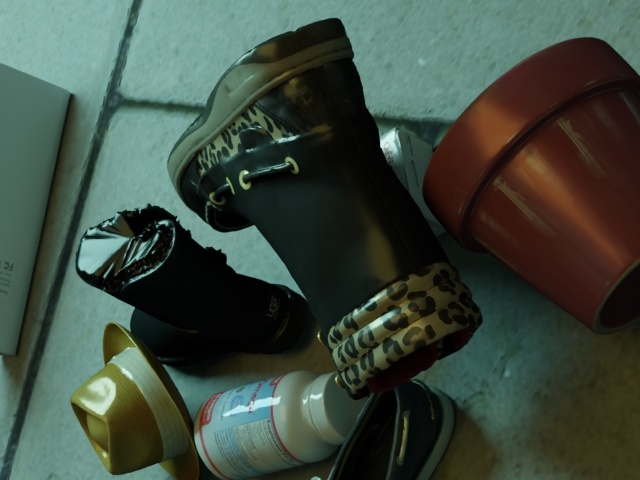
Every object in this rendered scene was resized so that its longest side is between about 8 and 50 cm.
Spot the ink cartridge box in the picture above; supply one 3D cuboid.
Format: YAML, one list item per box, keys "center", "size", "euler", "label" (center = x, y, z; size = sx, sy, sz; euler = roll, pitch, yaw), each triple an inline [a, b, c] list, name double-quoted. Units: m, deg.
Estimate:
- center: [0.048, -0.030, 1.668]
  size: [0.135, 0.056, 0.099]
  euler: [-29, 57, 34]
  label: "ink cartridge box"

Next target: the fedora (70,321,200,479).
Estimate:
- center: [-0.191, 0.174, 1.739]
  size: [0.079, 0.194, 0.194]
  euler: [-29, 41, -22]
  label: "fedora"

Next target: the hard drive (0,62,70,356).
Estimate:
- center: [-0.403, -0.047, 1.997]
  size: [0.040, 0.210, 0.319]
  euler: [-1, 75, 44]
  label: "hard drive"

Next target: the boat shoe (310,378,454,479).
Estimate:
- center: [0.033, 0.239, 1.567]
  size: [0.095, 0.079, 0.254]
  euler: [36, 100, 46]
  label: "boat shoe"

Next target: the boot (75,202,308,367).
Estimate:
- center: [-0.160, 0.043, 1.725]
  size: [0.246, 0.207, 0.094]
  euler: [-4, 62, 47]
  label: "boot"

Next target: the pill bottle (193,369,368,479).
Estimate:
- center: [-0.035, 0.170, 1.653]
  size: [0.160, 0.087, 0.087]
  euler: [-19, 62, 38]
  label: "pill bottle"

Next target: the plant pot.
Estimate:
- center: [0.212, -0.032, 1.427]
  size: [0.201, 0.201, 0.180]
  euler: [-48, 63, 20]
  label: "plant pot"

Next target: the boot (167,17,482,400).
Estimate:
- center: [0.000, 0.000, 1.534]
  size: [0.284, 0.138, 0.377]
  euler: [62, 157, 10]
  label: "boot"
